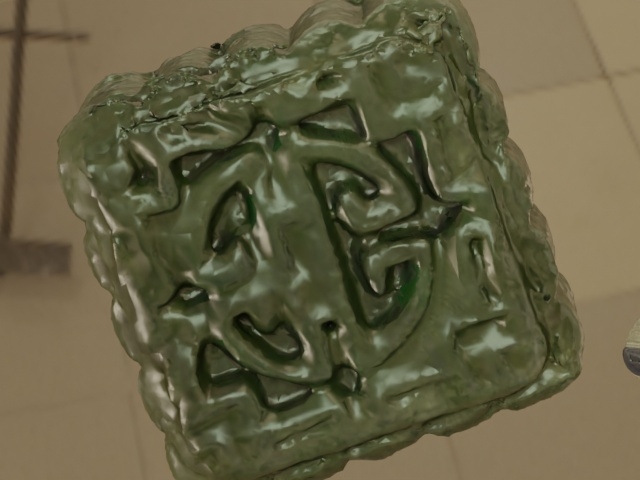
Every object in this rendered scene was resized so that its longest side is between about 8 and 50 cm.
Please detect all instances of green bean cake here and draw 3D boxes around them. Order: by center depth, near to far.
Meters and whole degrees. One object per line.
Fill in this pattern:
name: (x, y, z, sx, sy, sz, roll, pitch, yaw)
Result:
green bean cake: (0.000, 0.000, 0.753, 0.183, 0.185, 0.094, -19, 9, 7)

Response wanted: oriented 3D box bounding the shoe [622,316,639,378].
shoe: (0.262, 0.047, 1.207, 0.143, 0.071, 0.064, -52, 23, -18)
